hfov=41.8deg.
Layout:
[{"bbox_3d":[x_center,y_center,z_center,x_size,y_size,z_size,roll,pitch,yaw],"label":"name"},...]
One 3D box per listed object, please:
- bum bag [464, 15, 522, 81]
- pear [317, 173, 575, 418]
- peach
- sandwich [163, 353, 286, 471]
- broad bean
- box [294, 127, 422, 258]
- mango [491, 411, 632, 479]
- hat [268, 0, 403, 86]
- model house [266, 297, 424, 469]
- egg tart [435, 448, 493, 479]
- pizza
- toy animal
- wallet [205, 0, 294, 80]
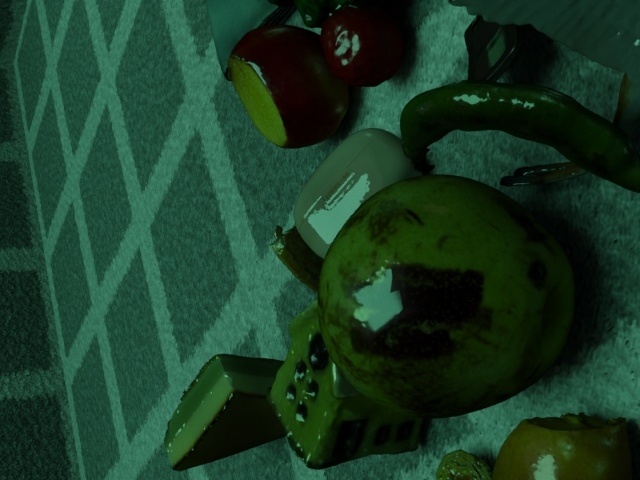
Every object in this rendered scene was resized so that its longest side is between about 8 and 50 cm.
[{"bbox_3d":[0.204,-0.235,0.977,0.109,0.026,0.159,127,159,-47],"label":"bum bag"},{"bbox_3d":[0.135,0.065,0.929,0.283,0.283,0.283,4,94,59],"label":"pear"},{"bbox_3d":[-0.055,-0.238,1.312,0.190,0.192,0.190,-176,90,-70],"label":"peach"},{"bbox_3d":[-0.153,0.315,1.503,0.220,0.186,0.108,-52,46,24],"label":"sandwich"},{"bbox_3d":[0.188,-0.108,0.847,0.292,0.144,0.049,8,60,41],"label":"broad bean"},{"bbox_3d":[0.051,-0.062,1.181,0.200,0.088,0.146,-49,60,13],"label":"box"},{"bbox_3d":[0.246,0.295,0.887,0.154,0.126,0.252,-133,48,-63],"label":"mango"},{"bbox_3d":[0.036,-0.379,1.171,0.332,0.242,0.274,64,171,-2],"label":"hat"},{"bbox_3d":[0.054,0.161,1.142,0.175,0.193,0.234,48,131,51],"label":"model house"},{"bbox_3d":[0.190,0.324,1.053,0.130,0.052,0.130,9,101,59],"label":"egg tart"},{"bbox_3d":[0.000,0.000,1.299,0.062,0.188,0.199,-25,37,35],"label":"pizza"},{"bbox_3d":[0.294,-0.149,0.794,0.302,0.225,0.284,24,131,45],"label":"toy animal"},{"bbox_3d":[-0.141,-0.476,1.581,0.290,0.054,0.251,-36,62,53],"label":"wallet"}]
